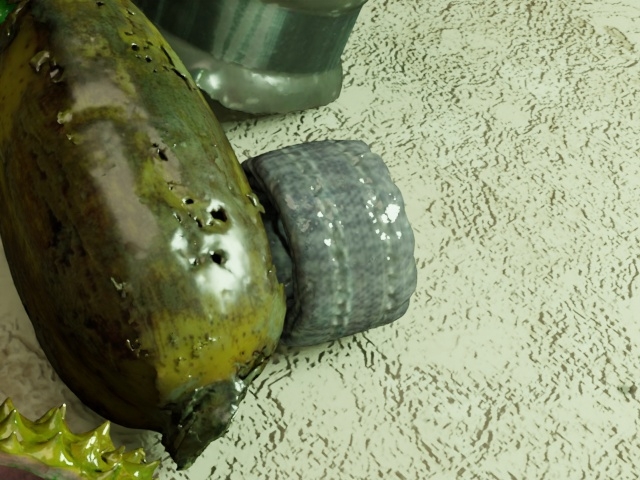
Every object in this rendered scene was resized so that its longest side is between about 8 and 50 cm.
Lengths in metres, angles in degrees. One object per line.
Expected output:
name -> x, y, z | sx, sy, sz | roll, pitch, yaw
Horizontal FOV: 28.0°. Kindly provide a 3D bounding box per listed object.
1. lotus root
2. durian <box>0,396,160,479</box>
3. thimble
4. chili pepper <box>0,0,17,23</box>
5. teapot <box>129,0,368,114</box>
lotus root -> -0.143, -0.024, 0.921 | 0.179, 0.196, 0.398 | -21, 65, -11
durian -> -0.206, 0.161, 0.775 | 0.260, 0.186, 0.154 | 7, 46, -13
thimble -> 0.001, 0.001, 0.959 | 0.097, 0.150, 0.150 | -14, 43, -21
chili pepper -> -0.311, -0.209, 1.179 | 0.385, 0.213, 0.167 | 57, 19, 23
teapot -> -0.031, -0.322, 1.168 | 0.305, 0.362, 0.376 | 25, 29, -2
